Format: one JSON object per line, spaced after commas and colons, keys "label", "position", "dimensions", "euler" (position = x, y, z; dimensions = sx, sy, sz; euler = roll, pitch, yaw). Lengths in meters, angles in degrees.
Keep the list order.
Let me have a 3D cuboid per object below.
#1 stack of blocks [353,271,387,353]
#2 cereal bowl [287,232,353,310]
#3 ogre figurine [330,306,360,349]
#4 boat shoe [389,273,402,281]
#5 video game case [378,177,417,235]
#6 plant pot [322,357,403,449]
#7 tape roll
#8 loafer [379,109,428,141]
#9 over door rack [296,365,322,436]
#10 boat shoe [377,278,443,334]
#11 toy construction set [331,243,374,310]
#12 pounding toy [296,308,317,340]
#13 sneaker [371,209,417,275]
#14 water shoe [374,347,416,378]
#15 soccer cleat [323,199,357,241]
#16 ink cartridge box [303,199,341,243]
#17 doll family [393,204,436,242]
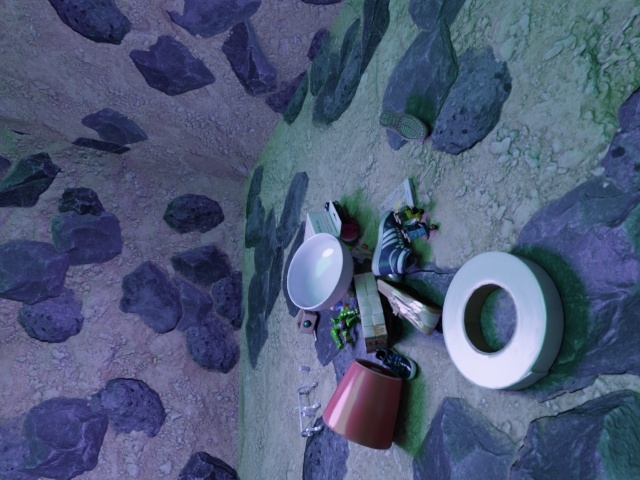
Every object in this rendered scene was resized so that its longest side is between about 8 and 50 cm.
{"label": "stack of blocks", "position": [0.199, 0.278, 1.835], "dimensions": [0.171, 0.087, 0.297], "euler": [77, -175, -54]}
{"label": "cereal bowl", "position": [0.018, 0.145, 1.969], "dimensions": [0.339, 0.141, 0.339], "euler": [-25, 53, 39]}
{"label": "ogre figurine", "position": [0.108, 0.383, 2.078], "dimensions": [0.118, 0.097, 0.197], "euler": [22, 104, 59]}
{"label": "boat shoe", "position": [0.300, 0.077, 1.832], "dimensions": [0.063, 0.066, 0.184], "euler": [125, 156, -44]}
{"label": "video game case", "position": [0.320, -0.113, 1.902], "dimensions": [0.227, 0.026, 0.206], "euler": [-47, 39, 50]}
{"label": "plant pot", "position": [0.170, 0.583, 1.685], "dimensions": [0.275, 0.275, 0.243], "euler": [15, 85, 66]}
{"label": "tape roll", "position": [0.501, 0.225, 1.306], "dimensions": [0.392, 0.072, 0.392], "euler": [-37, 48, 56]}
{"label": "loafer", "position": [0.357, -0.476, 1.901], "dimensions": [0.268, 0.092, 0.102], "euler": [42, 122, 44]}
{"label": "over door rack", "position": [-0.051, 0.782, 2.213], "dimensions": [0.324, 0.108, 0.239], "euler": [97, 167, -50]}
{"label": "boat shoe", "position": [0.303, 0.232, 1.679], "dimensions": [0.341, 0.122, 0.110], "euler": [34, 111, 63]}
{"label": "toy construction set", "position": [0.118, 0.149, 2.081], "dimensions": [0.215, 0.151, 0.327], "euler": [-65, 1, -80]}
{"label": "pounding toy", "position": [-0.061, 0.442, 2.449], "dimensions": [0.141, 0.100, 0.130], "euler": [-127, 52, -73]}
{"label": "sneaker", "position": [0.301, 0.008, 1.777], "dimensions": [0.153, 0.099, 0.282], "euler": [-1, 61, 31]}
{"label": "water shoe", "position": [0.273, 0.458, 1.700], "dimensions": [0.203, 0.080, 0.073], "euler": [14, 94, 66]}
{"label": "soccer cleat", "position": [0.103, -0.070, 2.292], "dimensions": [0.331, 0.116, 0.143], "euler": [-116, 21, -50]}
{"label": "ink cartridge box", "position": [0.000, 0.000, 2.227], "dimensions": [0.207, 0.119, 0.353], "euler": [-111, 23, -48]}
{"label": "doll family", "position": [0.356, -0.068, 1.716], "dimensions": [0.076, 0.111, 0.193], "euler": [74, 177, -61]}
